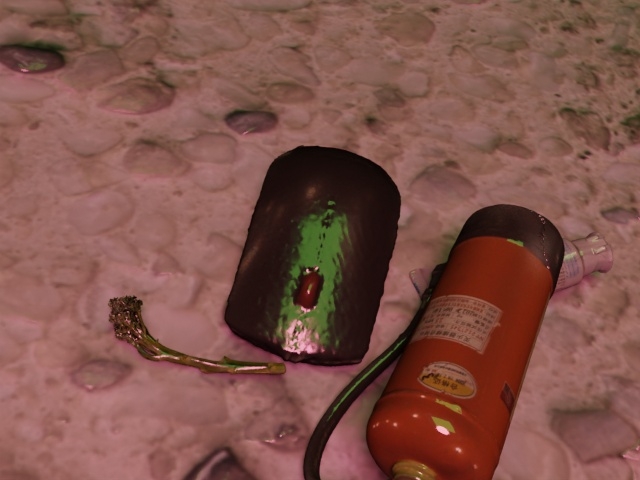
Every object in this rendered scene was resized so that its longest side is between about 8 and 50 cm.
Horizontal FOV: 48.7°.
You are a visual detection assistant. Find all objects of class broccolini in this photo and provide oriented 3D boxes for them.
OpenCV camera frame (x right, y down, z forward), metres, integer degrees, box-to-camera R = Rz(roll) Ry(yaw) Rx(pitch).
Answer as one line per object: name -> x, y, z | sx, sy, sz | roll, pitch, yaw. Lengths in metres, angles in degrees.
broccolini -> -0.131, 0.109, 0.712 | 0.194, 0.054, 0.052 | 24, 80, -3

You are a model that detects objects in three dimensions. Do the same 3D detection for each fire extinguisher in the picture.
fire extinguisher -> 0.112, 0.133, 0.669 | 0.113, 0.200, 0.376 | 41, 48, -7

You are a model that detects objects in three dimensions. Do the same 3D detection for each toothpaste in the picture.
toothpaste -> 0.227, 0.042, 0.828 | 0.234, 0.057, 0.089 | -14, 55, -13

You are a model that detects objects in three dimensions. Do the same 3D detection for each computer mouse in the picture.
computer mouse -> 0.001, -0.004, 0.785 | 0.168, 0.087, 0.296 | 15, 52, -2
